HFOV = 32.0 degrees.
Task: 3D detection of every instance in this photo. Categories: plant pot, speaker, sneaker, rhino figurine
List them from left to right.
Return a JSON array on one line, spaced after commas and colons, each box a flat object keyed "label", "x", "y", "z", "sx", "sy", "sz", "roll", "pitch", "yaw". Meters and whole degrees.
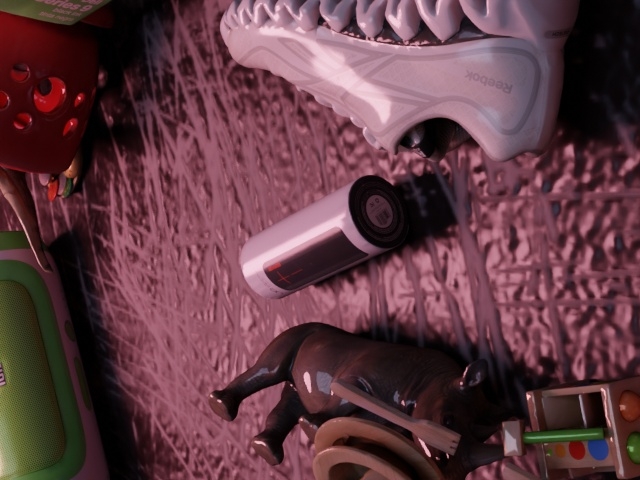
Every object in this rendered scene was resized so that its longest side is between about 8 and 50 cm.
[{"label": "plant pot", "x": -0.295, "y": -0.176, "z": 1.037, "sx": 0.191, "sy": 0.191, "sz": 0.174, "roll": 32, "pitch": 103, "yaw": 44}, {"label": "speaker", "x": -0.301, "y": 0.146, "z": 1.126, "sx": 0.131, "sy": 0.131, "sz": 0.297, "roll": -35, "pitch": 67, "yaw": 46}, {"label": "speaker", "x": 0.000, "y": 0.000, "z": 0.808, "sx": 0.136, "sy": 0.055, "sz": 0.055, "roll": -26, "pitch": 74, "yaw": 48}, {"label": "sneaker", "x": 0.035, "y": -0.112, "z": 0.724, "sx": 0.292, "sy": 0.110, "sz": 0.118, "roll": 12, "pitch": 112, "yaw": 49}, {"label": "rhino figurine", "x": 0.036, "y": 0.108, "z": 0.742, "sx": 0.243, "sy": 0.106, "sz": 0.073, "roll": 6, "pitch": 132, "yaw": 49}]

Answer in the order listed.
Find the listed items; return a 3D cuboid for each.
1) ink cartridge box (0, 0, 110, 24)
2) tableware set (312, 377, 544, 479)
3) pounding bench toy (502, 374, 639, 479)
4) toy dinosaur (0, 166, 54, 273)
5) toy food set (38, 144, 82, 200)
[{"label": "ink cartridge box", "x": -0.153, "y": -0.324, "z": 0.852, "sx": 0.289, "sy": 0.121, "sz": 0.211, "roll": -21, "pitch": 77, "yaw": 30}, {"label": "tableware set", "x": 0.076, "y": 0.167, "z": 0.645, "sx": 0.194, "sy": 0.039, "sz": 0.128, "roll": 25, "pitch": 141, "yaw": 15}, {"label": "pounding bench toy", "x": 0.149, "y": 0.105, "z": 0.615, "sx": 0.065, "sy": 0.083, "sz": 0.052, "roll": -16, "pitch": 80, "yaw": 50}, {"label": "toy dinosaur", "x": -0.347, "y": -0.082, "z": 1.143, "sx": 0.064, "sy": 0.118, "sz": 0.268, "roll": -50, "pitch": 46, "yaw": 28}, {"label": "toy food set", "x": -0.270, "y": -0.083, "z": 1.149, "sx": 0.083, "sy": 0.020, "sz": 0.083, "roll": 54, "pitch": 131, "yaw": 32}]
